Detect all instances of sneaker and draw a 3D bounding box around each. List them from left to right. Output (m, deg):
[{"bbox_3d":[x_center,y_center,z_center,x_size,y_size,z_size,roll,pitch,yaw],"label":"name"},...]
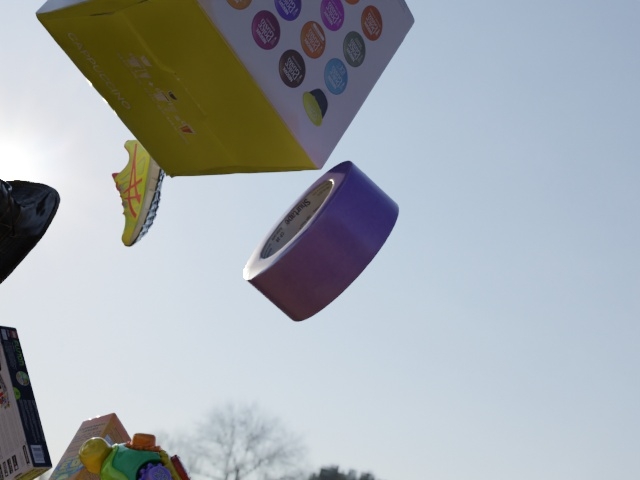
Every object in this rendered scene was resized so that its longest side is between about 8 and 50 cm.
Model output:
[{"bbox_3d":[-0.344,-0.092,1.819,0.094,0.208,0.081,15,6,1],"label":"sneaker"}]

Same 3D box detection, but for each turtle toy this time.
[{"bbox_3d":[-0.127,0.199,0.749,0.130,0.066,0.095,53,-9,52],"label":"turtle toy"}]

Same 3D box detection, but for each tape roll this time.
[{"bbox_3d":[0.000,0.000,1.170,0.080,0.189,0.189,41,-27,-13],"label":"tape roll"}]

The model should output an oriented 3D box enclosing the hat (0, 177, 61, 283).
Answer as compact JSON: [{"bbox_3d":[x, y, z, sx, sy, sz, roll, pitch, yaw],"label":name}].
[{"bbox_3d":[-0.575,-0.039,1.535,0.332,0.331,0.133,4,-49,27],"label":"hat"}]

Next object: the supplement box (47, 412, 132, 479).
[{"bbox_3d":[-0.413,0.406,1.736,0.078,0.233,0.080,-17,-66,16],"label":"supplement box"}]

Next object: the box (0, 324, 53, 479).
[{"bbox_3d":[-0.430,0.230,1.311,0.114,0.206,0.036,-33,-26,22],"label":"box"}]

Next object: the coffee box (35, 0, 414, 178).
[{"bbox_3d":[-0.130,-0.323,1.439,0.338,0.334,0.337,1,-41,43],"label":"coffee box"}]
